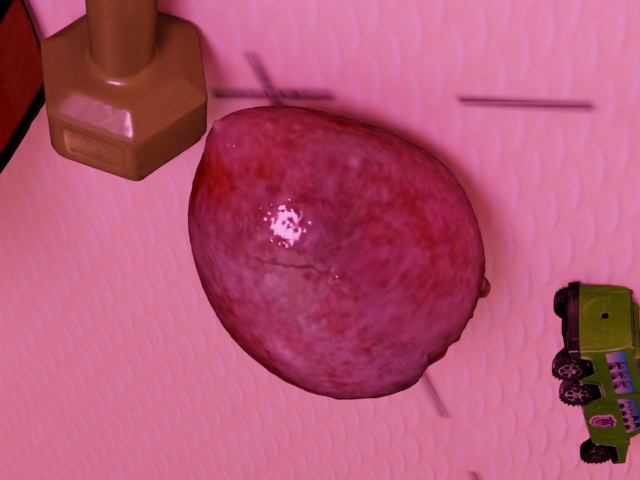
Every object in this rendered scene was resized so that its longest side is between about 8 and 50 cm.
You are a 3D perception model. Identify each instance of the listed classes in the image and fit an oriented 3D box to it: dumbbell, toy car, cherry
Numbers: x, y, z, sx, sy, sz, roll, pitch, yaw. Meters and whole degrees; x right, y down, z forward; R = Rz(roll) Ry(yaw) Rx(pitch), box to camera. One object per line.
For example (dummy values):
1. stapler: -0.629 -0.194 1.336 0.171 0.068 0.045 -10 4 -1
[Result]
1. dumbbell: -0.121 -0.160 1.051 0.121 0.108 0.302 19 148 6
2. toy car: 0.212 0.100 1.271 0.063 0.071 0.165 -6 140 16
3. cherry: 0.000 0.000 1.158 0.192 0.175 0.249 10 149 44

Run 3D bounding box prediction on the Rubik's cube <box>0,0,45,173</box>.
1. Rubik's cube: -0.377 -0.120 1.107 0.289 0.283 0.293 13 143 17
